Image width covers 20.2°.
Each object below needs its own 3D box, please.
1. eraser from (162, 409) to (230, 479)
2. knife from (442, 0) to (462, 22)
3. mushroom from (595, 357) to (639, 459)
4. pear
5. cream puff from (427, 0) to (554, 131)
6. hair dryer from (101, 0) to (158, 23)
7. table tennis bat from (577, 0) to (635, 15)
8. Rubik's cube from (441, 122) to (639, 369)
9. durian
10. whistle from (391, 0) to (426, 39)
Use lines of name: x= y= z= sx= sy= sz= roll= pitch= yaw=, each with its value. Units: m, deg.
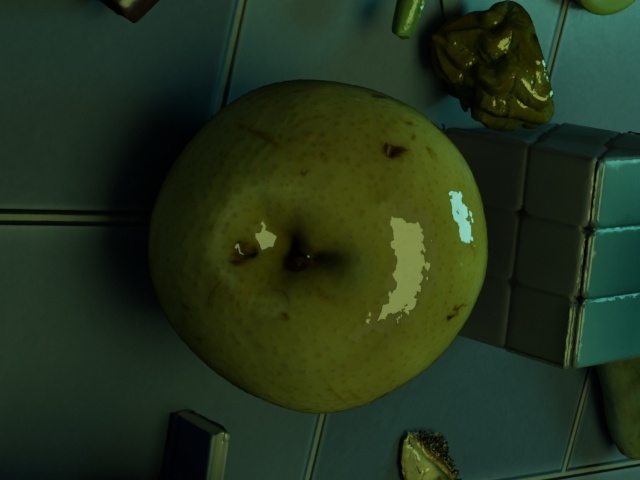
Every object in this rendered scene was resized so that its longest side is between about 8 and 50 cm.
eraser: x=-0.122 y=0.214 z=1.743 sx=0.027 sy=0.063 sz=0.084 roll=-5 pitch=110 yaw=-45
knife: x=0.151 y=-0.339 z=1.826 sx=0.058 sy=0.032 sz=0.244 roll=-3 pitch=113 yaw=-50
mushroom: x=0.390 y=0.156 z=2.273 sx=0.100 sy=0.081 sz=0.312 roll=-36 pitch=136 yaw=-16
pear: x=0.000 y=0.000 z=1.609 sx=0.309 sy=0.309 sz=0.309 roll=-23 pitch=123 yaw=-40
cream puff: x=0.177 y=-0.174 z=1.862 sx=0.116 sy=0.146 sz=0.146 roll=-15 pitch=127 yaw=2
hair dryer: x=-0.035 y=-0.274 z=1.613 sx=0.312 sy=0.123 sz=0.340 roll=-51 pitch=149 yaw=-2
table tennis bat: x=0.301 y=-0.357 z=1.952 sx=0.369 sy=0.054 sz=0.224 roll=-6 pitch=115 yaw=-54
Rubik's cube: x=0.265 y=-0.004 z=1.919 sx=0.231 sy=0.221 sz=0.224 roll=-6 pitch=105 yaw=-43
durian: x=0.125 y=0.261 z=2.069 sx=0.066 sy=0.052 sz=0.130 roll=-15 pitch=122 yaw=1
whistle: x=0.111 y=-0.306 z=1.737 sx=0.105 sy=0.085 sz=0.227 roll=5 pitch=101 yaw=-78
